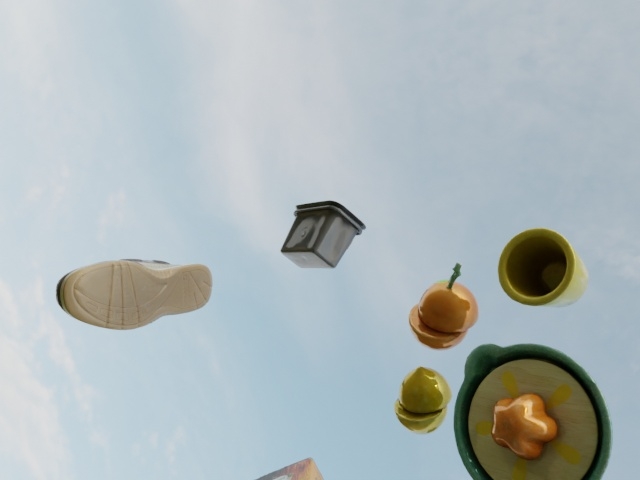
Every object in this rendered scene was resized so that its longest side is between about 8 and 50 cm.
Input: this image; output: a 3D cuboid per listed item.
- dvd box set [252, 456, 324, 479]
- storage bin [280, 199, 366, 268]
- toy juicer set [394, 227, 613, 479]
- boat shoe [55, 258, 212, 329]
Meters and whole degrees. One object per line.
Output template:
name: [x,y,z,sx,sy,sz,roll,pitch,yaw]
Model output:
dvd box set: [-0.145,0.420,0.722,0.307,0.420,0.062,-24,-86,5]
storage bin: [0.000,0.000,1.061,0.135,0.098,0.091,-1,-125,55]
toy juicer set: [0.147,0.166,0.545,0.209,0.089,0.329,-20,-117,37]
boat shoe: [-0.289,0.077,0.972,0.092,0.285,0.103,0,-88,32]
